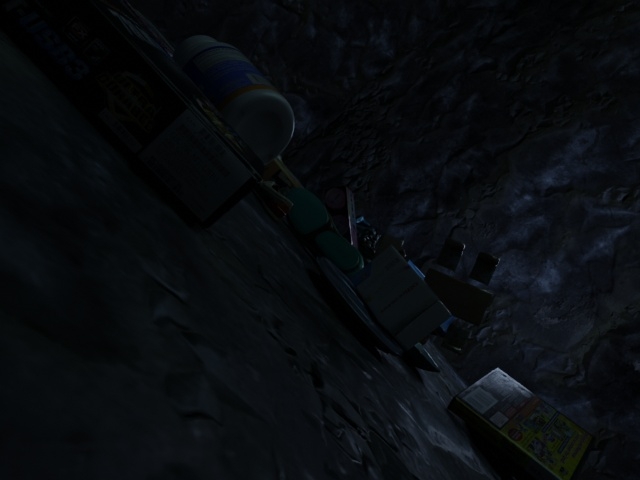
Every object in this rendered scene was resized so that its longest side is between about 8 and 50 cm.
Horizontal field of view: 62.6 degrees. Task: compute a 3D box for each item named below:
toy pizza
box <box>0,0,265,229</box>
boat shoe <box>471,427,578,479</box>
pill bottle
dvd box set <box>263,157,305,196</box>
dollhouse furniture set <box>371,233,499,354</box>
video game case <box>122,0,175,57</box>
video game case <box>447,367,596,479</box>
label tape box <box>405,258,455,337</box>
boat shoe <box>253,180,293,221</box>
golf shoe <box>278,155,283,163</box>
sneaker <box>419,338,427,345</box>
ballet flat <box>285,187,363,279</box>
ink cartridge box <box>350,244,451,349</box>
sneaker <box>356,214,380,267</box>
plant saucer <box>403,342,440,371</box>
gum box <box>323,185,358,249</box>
[{"bbox_3d":[0.055,0.107,0.822,0.201,0.032,0.201,48,5,-5],"label":"toy pizza"},{"bbox_3d":[-0.178,-0.158,0.535,0.293,0.073,0.295,49,3,-11],"label":"box"},{"bbox_3d":[0.451,0.470,1.132,0.307,0.111,0.104,52,6,33],"label":"boat shoe"},{"bbox_3d":[-0.173,-0.262,0.955,0.272,0.152,0.152,51,4,36],"label":"pill bottle"},{"bbox_3d":[-0.150,-0.211,1.356,0.420,0.062,0.307,50,5,17],"label":"dvd box set"},{"bbox_3d":[0.227,0.093,1.091,0.242,0.212,0.161,23,-5,15],"label":"dollhouse furniture set"},{"bbox_3d":[-0.399,-0.479,1.290,0.232,0.042,0.210,50,4,15],"label":"video game case"},{"bbox_3d":[0.423,0.380,1.089,0.248,0.035,0.275,35,21,30],"label":"video game case"},{"bbox_3d":[0.301,0.179,1.665,0.240,0.106,0.334,48,-12,-9],"label":"label tape box"},{"bbox_3d":[-0.090,-0.083,0.950,0.049,0.043,0.137,44,5,-39],"label":"boat shoe"},{"bbox_3d":[-0.193,-0.278,1.642,0.176,0.069,0.086,47,24,13],"label":"golf shoe"},{"bbox_3d":[0.274,0.250,1.565,0.084,0.069,0.185,39,10,-38],"label":"sneaker"},{"bbox_3d":[0.000,0.000,1.017,0.247,0.083,0.087,52,-19,36],"label":"ballet flat"},{"bbox_3d":[0.128,0.094,0.832,0.090,0.092,0.143,46,6,-33],"label":"ink cartridge box"},{"bbox_3d":[0.114,0.009,1.593,0.125,0.140,0.341,50,5,-23],"label":"sneaker"},{"bbox_3d":[0.176,0.211,1.116,0.195,0.037,0.195,50,4,-5],"label":"plant saucer"},{"bbox_3d":[0.055,-0.037,1.365,0.107,0.062,0.188,27,58,-75],"label":"gum box"}]
